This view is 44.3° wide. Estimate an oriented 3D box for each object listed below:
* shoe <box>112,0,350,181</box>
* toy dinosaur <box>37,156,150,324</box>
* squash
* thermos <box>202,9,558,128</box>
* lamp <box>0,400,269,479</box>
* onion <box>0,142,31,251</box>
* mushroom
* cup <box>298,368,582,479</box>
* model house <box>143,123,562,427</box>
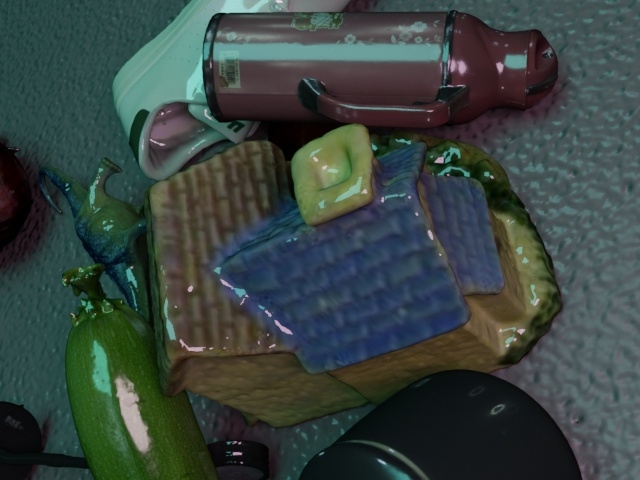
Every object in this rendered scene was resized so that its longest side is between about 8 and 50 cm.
[{"bbox_3d":[-0.091,-0.202,0.899,0.363,0.132,0.160,-32,55,21],"label":"shoe"},{"bbox_3d":[-0.246,-0.015,0.939,0.147,0.076,0.363,-50,56,11],"label":"toy dinosaur"},{"bbox_3d":[-0.141,0.199,0.674,0.101,0.101,0.379,-19,90,23],"label":"squash"},{"bbox_3d":[0.056,-0.164,0.750,0.330,0.136,0.109,3,100,12],"label":"thermos"},{"bbox_3d":[-0.225,0.200,0.808,0.371,0.130,0.108,-16,52,27],"label":"lamp"},{"bbox_3d":[-0.514,-0.072,1.050,0.281,0.281,0.221,20,123,36],"label":"onion"},{"bbox_3d":[-0.010,-0.119,0.858,0.123,0.052,0.123,-14,59,24],"label":"mushroom"},{"bbox_3d":[0.070,0.207,0.576,0.169,0.176,0.223,53,129,18],"label":"cup"},{"bbox_3d":[0.000,0.000,0.666,0.321,0.266,0.261,-21,63,22],"label":"model house"}]
